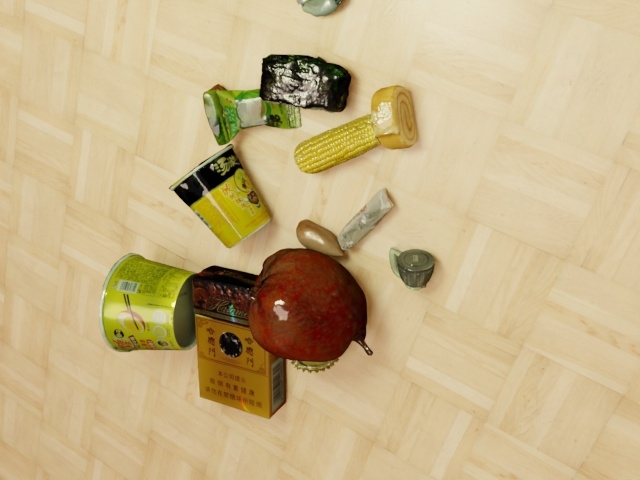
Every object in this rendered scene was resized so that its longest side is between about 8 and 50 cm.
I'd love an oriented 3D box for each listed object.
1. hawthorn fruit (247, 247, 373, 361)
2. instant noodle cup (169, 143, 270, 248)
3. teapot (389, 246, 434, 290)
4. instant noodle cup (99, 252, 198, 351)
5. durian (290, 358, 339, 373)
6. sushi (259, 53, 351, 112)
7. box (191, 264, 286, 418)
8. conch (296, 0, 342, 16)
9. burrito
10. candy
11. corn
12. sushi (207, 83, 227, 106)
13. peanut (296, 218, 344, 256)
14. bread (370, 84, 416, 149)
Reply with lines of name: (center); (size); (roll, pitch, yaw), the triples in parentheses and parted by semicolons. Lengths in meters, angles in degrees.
hawthorn fruit: (-0.029, 0.163, 1.742); (0.324, 0.308, 0.308); (0, 113, -16)
instant noodle cup: (-0.262, -0.111, 1.841); (0.215, 0.215, 0.236); (-30, 98, 32)
teapot: (0.235, 0.072, 1.709); (0.092, 0.124, 0.091); (-10, 125, -10)
instant noodle cup: (-0.481, 0.202, 2.017); (0.221, 0.311, 0.311); (7, 110, 17)
durian: (-0.034, 0.302, 1.887); (0.208, 0.146, 0.102); (5, 153, 9)
sushi: (-0.039, -0.388, 1.650); (0.225, 0.124, 0.127); (13, 109, 10)
box: (-0.237, 0.296, 2.006); (0.264, 0.116, 0.415); (11, 112, 26)
conch: (0.014, -0.606, 1.575); (0.116, 0.106, 0.173); (32, 140, -7)
burrito: (0.115, -0.050, 1.734); (0.064, 0.064, 0.203); (46, 120, 7)
candy: (-0.173, -0.342, 1.769); (0.246, 0.069, 0.149); (-9, 112, 10)
corn: (0.043, -0.238, 1.686); (0.244, 0.093, 0.093); (-20, 97, 32)
sushi: (-0.261, -0.380, 1.827); (0.120, 0.052, 0.055); (41, 106, 5)
peanut: (0.000, 0.000, 1.801); (0.152, 0.076, 0.076); (34, 119, 10)
bread: (0.167, -0.286, 1.587); (0.073, 0.122, 0.149); (-4, 104, 32)
